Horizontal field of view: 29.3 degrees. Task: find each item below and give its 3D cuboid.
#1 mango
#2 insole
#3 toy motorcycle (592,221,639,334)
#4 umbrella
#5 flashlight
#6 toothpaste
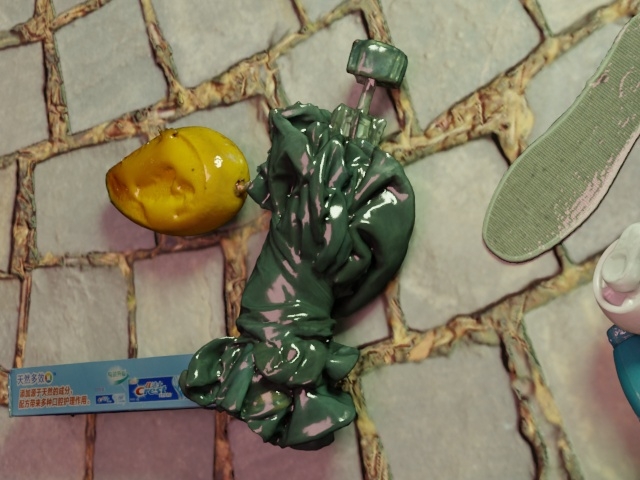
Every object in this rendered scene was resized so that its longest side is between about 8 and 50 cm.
[{"bbox_3d":[-0.132,-0.053,1.136,0.188,0.066,0.101,-6,90,39],"label":"mango"},{"bbox_3d":[0.204,-0.076,0.941,0.080,0.003,0.232,45,111,29],"label":"insole"},{"bbox_3d":[0.280,-0.043,0.842,0.254,0.112,0.112,-50,61,20],"label":"toy motorcycle"},{"bbox_3d":[-0.002,-0.001,1.016,0.094,0.143,0.348,-162,92,-79],"label":"umbrella"},{"bbox_3d":[0.241,0.117,0.874,0.051,0.051,0.129,-38,62,26],"label":"flashlight"},{"bbox_3d":[-0.177,0.138,1.148,0.272,0.066,0.053,-8,82,34],"label":"toothpaste"}]
